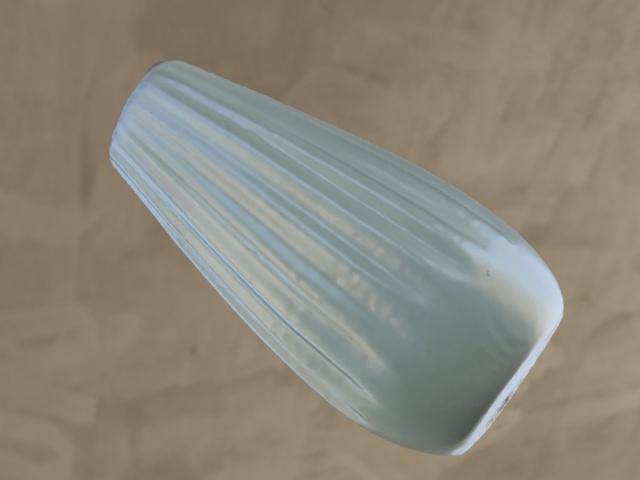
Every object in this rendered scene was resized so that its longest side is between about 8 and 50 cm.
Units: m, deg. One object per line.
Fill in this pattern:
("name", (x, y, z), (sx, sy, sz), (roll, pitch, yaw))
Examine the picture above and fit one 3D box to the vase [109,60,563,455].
("vase", (0.000, 0.000, 0.762), (0.128, 0.248, 0.128), (-50, -13, -16))
